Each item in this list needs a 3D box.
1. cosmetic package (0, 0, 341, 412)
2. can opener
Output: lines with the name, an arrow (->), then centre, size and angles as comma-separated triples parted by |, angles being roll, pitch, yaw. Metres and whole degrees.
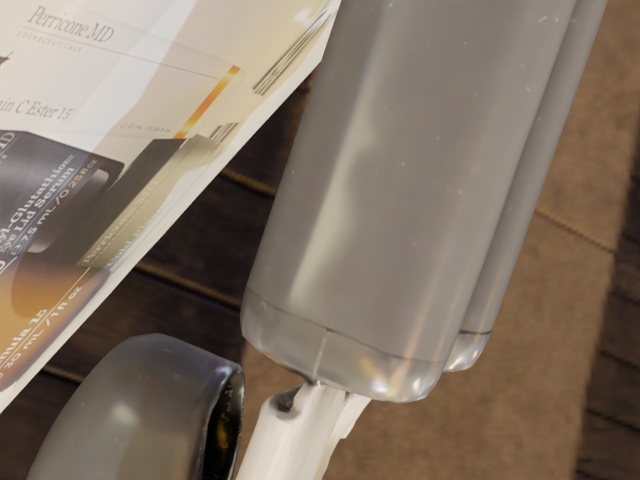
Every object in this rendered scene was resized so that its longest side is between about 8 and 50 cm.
cosmetic package -> -0.151, -0.004, 0.378 | 0.377, 0.097, 0.284 | -47, 162, 8
can opener -> 0.000, 0.000, 0.362 | 0.280, 0.093, 0.074 | -67, 167, 13
